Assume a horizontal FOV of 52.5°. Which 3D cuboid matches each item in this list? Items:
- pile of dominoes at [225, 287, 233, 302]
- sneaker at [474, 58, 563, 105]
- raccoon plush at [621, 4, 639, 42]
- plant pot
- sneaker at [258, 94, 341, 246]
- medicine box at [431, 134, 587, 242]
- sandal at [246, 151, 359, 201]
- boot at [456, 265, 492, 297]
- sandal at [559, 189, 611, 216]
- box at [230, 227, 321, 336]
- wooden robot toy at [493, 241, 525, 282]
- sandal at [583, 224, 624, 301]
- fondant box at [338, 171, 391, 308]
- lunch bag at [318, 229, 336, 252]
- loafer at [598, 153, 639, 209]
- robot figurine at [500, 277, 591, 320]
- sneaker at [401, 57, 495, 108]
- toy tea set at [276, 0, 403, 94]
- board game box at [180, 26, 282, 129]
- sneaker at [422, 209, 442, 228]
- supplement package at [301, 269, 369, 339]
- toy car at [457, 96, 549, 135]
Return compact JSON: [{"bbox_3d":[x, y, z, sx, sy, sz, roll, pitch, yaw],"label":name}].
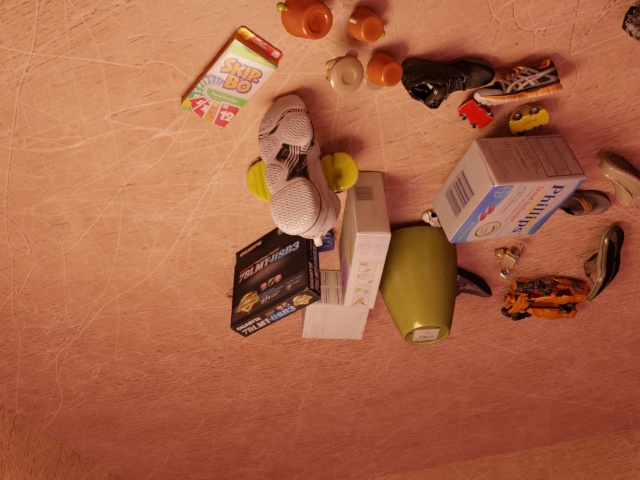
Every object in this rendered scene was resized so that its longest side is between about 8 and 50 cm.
[{"bbox_3d":[-0.194,0.177,2.176,0.196,0.040,0.251,23,132,-26],"label":"pile of dominoes"},{"bbox_3d":[0.466,-0.373,1.545,0.214,0.084,0.083,-13,99,-9],"label":"sneaker"},{"bbox_3d":[0.849,-0.530,1.387,0.446,0.216,0.299,-5,133,-44],"label":"raccoon plush"},{"bbox_3d":[0.300,0.154,1.959,0.274,0.294,0.275,-4,147,-2],"label":"plant pot"},{"bbox_3d":[-0.049,-0.163,1.602,0.137,0.366,0.210,-12,159,16],"label":"sneaker"},{"bbox_3d":[0.488,-0.133,1.708,0.289,0.149,0.263,-5,149,-21],"label":"medicine box"},{"bbox_3d":[-0.043,-0.162,1.749,0.317,0.126,0.138,-1,180,14],"label":"sandal"},{"bbox_3d":[0.446,0.188,2.196,0.189,0.076,0.208,31,123,-14],"label":"boot"},{"bbox_3d":[0.743,-0.108,1.887,0.219,0.060,0.090,14,136,-18],"label":"sandal"},{"bbox_3d":[-0.133,0.097,1.899,0.295,0.293,0.073,-29,134,28],"label":"box"},{"bbox_3d":[0.591,0.051,2.075,0.079,0.076,0.173,30,141,16],"label":"wooden robot toy"},{"bbox_3d":[0.895,0.065,2.077,0.120,0.086,0.303,-31,133,-29],"label":"sandal"},{"bbox_3d":[0.118,0.004,1.846,0.096,0.238,0.330,0,138,-4],"label":"fondant box"},{"bbox_3d":[0.000,0.000,1.966,0.098,0.065,0.067,-12,138,11],"label":"lunch bag"},{"bbox_3d":[0.860,-0.151,1.814,0.268,0.102,0.092,24,126,-28],"label":"loafer"},{"bbox_3d":[0.759,0.198,2.217,0.291,0.085,0.211,5,138,-10],"label":"robot figurine"},{"bbox_3d":[0.305,-0.365,1.524,0.227,0.130,0.087,0,140,-7],"label":"sneaker"},{"bbox_3d":[0.049,-0.454,1.450,0.200,0.124,0.336,-39,130,-4],"label":"toy tea set"},{"bbox_3d":[-0.213,-0.381,1.550,0.124,0.039,0.259,27,128,-31],"label":"board game box"},{"bbox_3d":[0.342,-0.061,1.940,0.083,0.032,0.037,29,130,-31],"label":"sneaker"},{"bbox_3d":[0.045,0.213,2.145,0.203,0.149,0.194,2,138,-6],"label":"supplement package"},{"bbox_3d":[0.444,-0.276,1.688,0.239,0.053,0.225,5,138,-8],"label":"toy car"}]
